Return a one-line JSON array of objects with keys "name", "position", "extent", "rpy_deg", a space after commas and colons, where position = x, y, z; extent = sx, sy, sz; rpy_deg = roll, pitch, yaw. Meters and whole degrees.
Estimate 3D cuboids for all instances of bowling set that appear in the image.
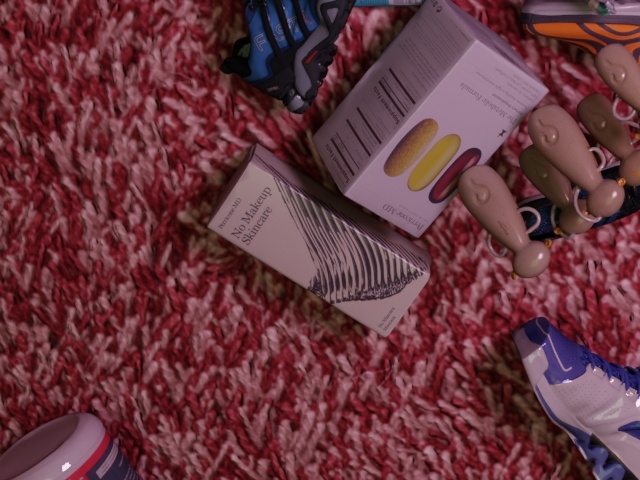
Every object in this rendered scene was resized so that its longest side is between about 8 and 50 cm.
[{"name": "bowling set", "position": [0.328, -0.086, 1.819], "extent": [0.287, 0.200, 0.154], "rpy_deg": [-43, 68, 24]}]

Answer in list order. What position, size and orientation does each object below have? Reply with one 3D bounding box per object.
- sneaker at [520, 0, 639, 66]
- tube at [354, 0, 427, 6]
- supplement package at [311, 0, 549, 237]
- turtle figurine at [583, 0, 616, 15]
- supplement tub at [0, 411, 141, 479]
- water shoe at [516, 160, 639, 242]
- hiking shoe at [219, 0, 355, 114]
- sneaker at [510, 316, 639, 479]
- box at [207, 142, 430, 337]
[{"name": "sneaker", "position": [0.395, -0.205, 1.846], "extent": [0.321, 0.124, 0.180], "rpy_deg": [5, 109, 1]}, {"name": "tube", "position": [0.038, -0.316, 1.869], "extent": [0.207, 0.052, 0.080], "rpy_deg": [3, 109, 7]}, {"name": "supplement package", "position": [0.129, -0.150, 1.852], "extent": [0.139, 0.134, 0.244], "rpy_deg": [28, 111, -35]}, {"name": "turtle figurine", "position": [0.300, -0.357, 1.737], "extent": [0.118, 0.234, 0.175], "rpy_deg": [13, 113, 8]}, {"name": "supplement tub", "position": [-0.313, 0.387, 2.056], "extent": [0.191, 0.191, 0.272], "rpy_deg": [-28, 105, 12]}, {"name": "water shoe", "position": [0.340, -0.039, 1.931], "extent": [0.203, 0.080, 0.073], "rpy_deg": [-22, 107, 10]}, {"name": "hiking shoe", "position": [-0.028, -0.285, 1.811], "extent": [0.132, 0.113, 0.304], "rpy_deg": [23, 129, -1]}, {"name": "sneaker", "position": [0.395, 0.200, 2.000], "extent": [0.182, 0.127, 0.315], "rpy_deg": [-34, 111, 10]}, {"name": "box", "position": [0.000, 0.000, 1.955], "extent": [0.275, 0.094, 0.113], "rpy_deg": [31, 108, -8]}]
